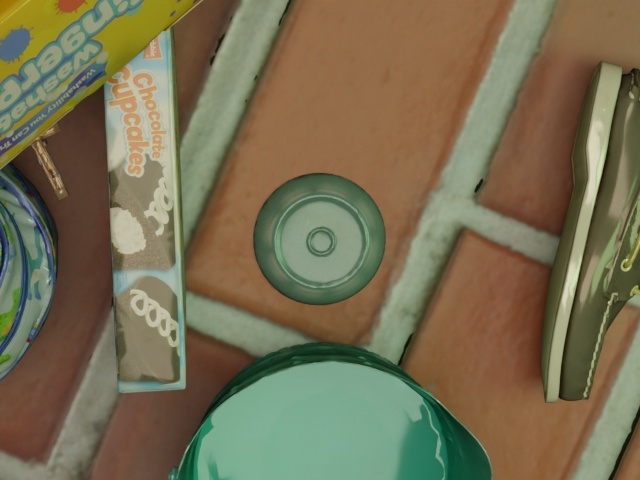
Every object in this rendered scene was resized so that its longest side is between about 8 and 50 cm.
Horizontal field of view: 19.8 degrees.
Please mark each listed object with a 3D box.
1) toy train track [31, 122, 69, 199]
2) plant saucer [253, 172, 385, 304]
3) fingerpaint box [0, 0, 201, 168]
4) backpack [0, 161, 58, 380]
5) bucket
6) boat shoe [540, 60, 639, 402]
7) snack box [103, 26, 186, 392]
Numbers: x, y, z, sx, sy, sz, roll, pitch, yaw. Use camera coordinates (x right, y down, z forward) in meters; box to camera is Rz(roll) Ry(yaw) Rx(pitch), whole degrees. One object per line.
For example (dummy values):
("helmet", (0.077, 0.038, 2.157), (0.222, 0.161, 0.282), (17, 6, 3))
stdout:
("toy train track", (-0.244, -0.074, 1.610), (0.048, 0.014, 0.083), (-26, 98, -1))
("plant saucer", (0.000, 0.000, 1.633), (0.119, 0.021, 0.119), (-1, 96, -5))
("fingerpaint box", (-0.281, -0.272, 1.383), (0.445, 0.163, 0.371), (-41, 67, -13))
("backpack", (-0.388, -0.004, 1.508), (0.356, 0.273, 0.290), (31, 86, -19))
("bucket", (0.007, 0.220, 1.576), (0.281, 0.183, 0.281), (0, 96, -4))
("boat shoe", (0.256, 0.000, 1.609), (0.091, 0.109, 0.305), (11, 91, -1))
("snack box", (-0.146, -0.048, 1.533), (0.060, 0.187, 0.321), (-2, 96, -4))
